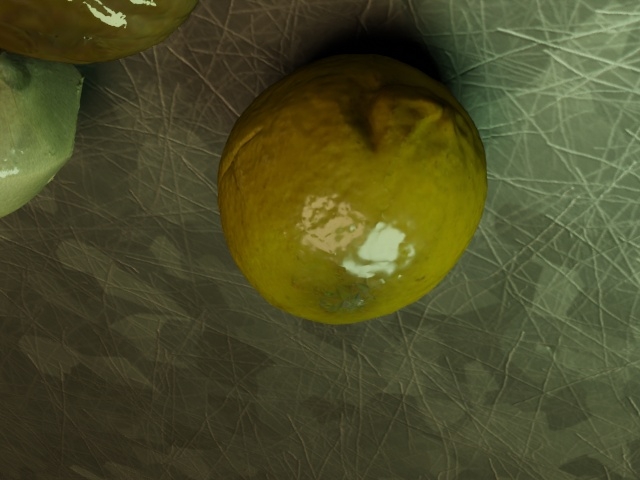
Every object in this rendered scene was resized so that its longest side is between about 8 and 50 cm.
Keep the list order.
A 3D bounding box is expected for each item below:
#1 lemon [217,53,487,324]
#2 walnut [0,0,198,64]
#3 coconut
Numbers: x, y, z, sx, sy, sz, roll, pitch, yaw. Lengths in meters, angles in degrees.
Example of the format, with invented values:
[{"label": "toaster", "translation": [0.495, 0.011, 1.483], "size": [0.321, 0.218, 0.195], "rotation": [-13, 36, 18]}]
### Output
[{"label": "lemon", "translation": [0.031, -0.055, 1.333], "size": [0.297, 0.297, 0.297], "rotation": [13, 139, 12]}, {"label": "walnut", "translation": [-0.248, -0.323, 1.147], "size": [0.333, 0.332, 0.332], "rotation": [13, 139, 12]}, {"label": "coconut", "translation": [-0.397, -0.151, 1.457], "size": [0.245, 0.245, 0.247], "rotation": [38, 140, -17]}]
